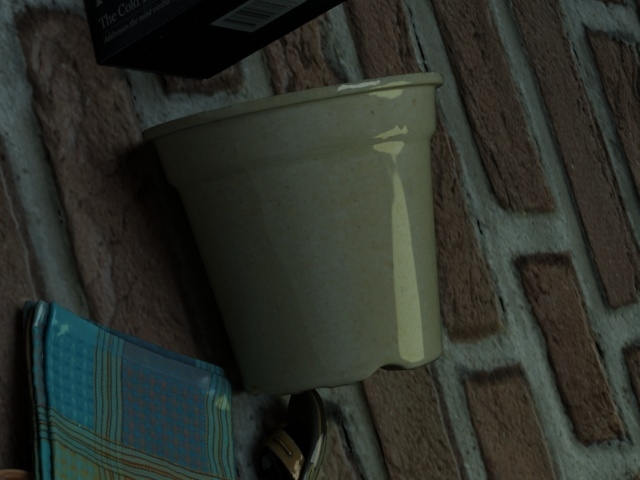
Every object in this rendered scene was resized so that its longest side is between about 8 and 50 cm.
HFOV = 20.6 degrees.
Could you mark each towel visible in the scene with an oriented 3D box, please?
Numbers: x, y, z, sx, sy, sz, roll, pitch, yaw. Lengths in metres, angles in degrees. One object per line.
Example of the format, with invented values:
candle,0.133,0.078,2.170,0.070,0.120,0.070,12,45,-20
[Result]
towel,-0.171,0.250,1.718,0.271,0.040,0.370,27,42,-40

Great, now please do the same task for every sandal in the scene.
sandal,-0.041,0.251,1.906,0.060,0.090,0.219,21,60,-16

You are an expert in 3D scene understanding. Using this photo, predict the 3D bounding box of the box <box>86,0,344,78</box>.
box,-0.106,-0.391,1.946,0.179,0.343,0.312,4,67,-48

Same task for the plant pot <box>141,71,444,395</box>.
plant pot,0.000,0.000,1.914,0.334,0.334,0.305,-12,91,-52

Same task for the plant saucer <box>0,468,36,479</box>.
plant saucer,-0.281,0.310,1.612,0.200,0.037,0.200,27,52,-40
